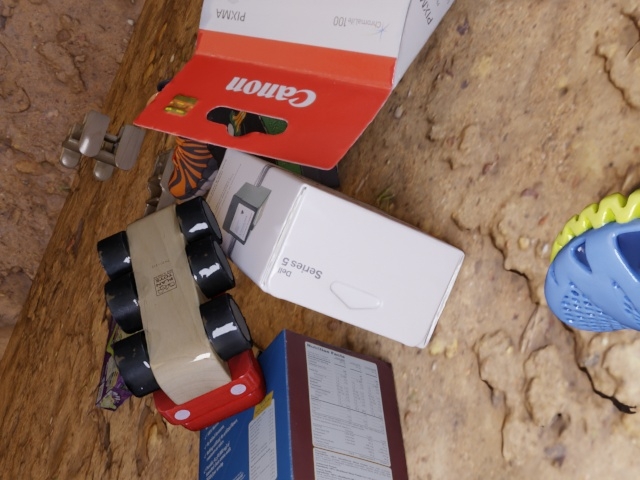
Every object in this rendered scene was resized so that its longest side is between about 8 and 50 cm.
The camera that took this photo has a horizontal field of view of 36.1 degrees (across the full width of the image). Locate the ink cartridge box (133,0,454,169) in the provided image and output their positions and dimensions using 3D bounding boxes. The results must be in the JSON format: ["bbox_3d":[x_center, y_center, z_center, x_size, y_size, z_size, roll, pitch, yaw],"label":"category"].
[{"bbox_3d":[-0.023,-0.272,1.157,0.308,0.091,0.385,16,59,34],"label":"ink cartridge box"}]

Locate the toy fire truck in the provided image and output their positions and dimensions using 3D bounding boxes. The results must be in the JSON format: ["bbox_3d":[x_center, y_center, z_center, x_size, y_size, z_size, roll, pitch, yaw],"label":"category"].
[{"bbox_3d":[-0.131,0.116,1.013,0.159,0.246,0.217,-25,46,3],"label":"toy fire truck"}]

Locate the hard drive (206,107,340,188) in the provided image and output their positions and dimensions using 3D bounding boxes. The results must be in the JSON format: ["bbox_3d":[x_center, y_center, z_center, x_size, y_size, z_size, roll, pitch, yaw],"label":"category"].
[{"bbox_3d":[-0.088,-0.173,1.447,0.339,0.064,0.236,-6,96,65],"label":"hard drive"}]

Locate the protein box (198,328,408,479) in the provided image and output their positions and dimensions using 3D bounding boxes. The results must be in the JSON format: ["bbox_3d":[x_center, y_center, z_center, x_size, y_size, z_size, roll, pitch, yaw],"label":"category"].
[{"bbox_3d":[-0.024,0.239,1.003,0.200,0.136,0.201,-51,29,36],"label":"protein box"}]

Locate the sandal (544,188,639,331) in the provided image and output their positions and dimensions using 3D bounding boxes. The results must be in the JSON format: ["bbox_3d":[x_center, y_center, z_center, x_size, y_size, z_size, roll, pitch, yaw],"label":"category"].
[{"bbox_3d":[0.255,0.036,0.605,0.317,0.126,0.138,-18,59,62],"label":"sandal"}]

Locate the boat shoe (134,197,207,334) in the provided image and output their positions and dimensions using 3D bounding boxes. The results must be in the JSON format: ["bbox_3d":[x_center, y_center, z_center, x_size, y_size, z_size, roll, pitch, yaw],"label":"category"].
[{"bbox_3d":[-0.235,0.076,1.635,0.103,0.113,0.302,-32,32,56],"label":"boat shoe"}]

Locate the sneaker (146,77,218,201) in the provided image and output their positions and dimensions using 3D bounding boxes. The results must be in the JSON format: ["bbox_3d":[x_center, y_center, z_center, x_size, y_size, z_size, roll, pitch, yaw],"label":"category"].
[{"bbox_3d":[-0.243,-0.198,1.776,0.321,0.180,0.124,-44,34,44],"label":"sneaker"}]

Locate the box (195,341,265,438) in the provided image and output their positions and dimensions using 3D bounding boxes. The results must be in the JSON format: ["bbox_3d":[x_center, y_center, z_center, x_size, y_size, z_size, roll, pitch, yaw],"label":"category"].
[{"bbox_3d":[-0.143,0.210,1.424,0.201,0.021,0.164,21,90,67],"label":"box"}]

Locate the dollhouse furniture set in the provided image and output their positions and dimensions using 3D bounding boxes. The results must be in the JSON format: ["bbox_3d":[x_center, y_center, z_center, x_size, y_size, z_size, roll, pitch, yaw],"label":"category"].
[{"bbox_3d":[-0.417,-0.139,2.021,0.212,0.242,0.160,-5,66,64],"label":"dollhouse furniture set"}]

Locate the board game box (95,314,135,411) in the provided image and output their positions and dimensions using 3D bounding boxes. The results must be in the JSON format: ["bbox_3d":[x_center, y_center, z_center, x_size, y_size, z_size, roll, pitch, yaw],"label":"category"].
[{"bbox_3d":[-0.357,0.136,1.913,0.208,0.056,0.346,-49,31,46],"label":"board game box"}]

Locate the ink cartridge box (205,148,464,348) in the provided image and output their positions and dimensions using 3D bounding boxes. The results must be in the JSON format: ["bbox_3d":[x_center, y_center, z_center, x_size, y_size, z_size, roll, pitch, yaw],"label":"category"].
[{"bbox_3d":[0.000,0.000,1.072,0.114,0.198,0.273,-67,24,4],"label":"ink cartridge box"}]

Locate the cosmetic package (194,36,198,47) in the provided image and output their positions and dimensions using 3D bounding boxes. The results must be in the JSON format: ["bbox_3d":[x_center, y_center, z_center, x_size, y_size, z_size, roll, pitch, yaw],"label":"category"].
[{"bbox_3d":[-0.090,-0.413,1.682,0.225,0.138,0.224,20,88,65],"label":"cosmetic package"}]
